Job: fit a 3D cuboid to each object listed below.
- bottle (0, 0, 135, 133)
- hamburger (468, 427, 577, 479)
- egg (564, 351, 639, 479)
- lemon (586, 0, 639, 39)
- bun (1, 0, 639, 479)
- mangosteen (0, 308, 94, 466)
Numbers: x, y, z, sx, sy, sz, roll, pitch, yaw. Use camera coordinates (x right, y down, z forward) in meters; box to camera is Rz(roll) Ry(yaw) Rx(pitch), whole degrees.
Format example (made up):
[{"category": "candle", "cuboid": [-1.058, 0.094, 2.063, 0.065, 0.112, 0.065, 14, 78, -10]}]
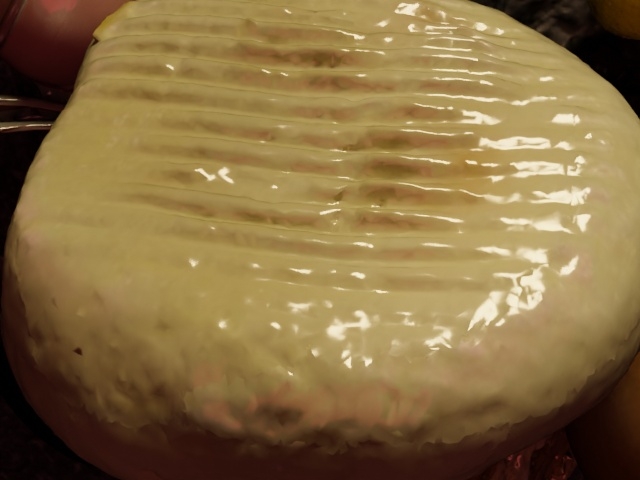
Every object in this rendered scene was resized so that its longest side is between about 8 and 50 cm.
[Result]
[{"category": "bottle", "cuboid": [-0.253, -0.199, 0.570, 0.297, 0.173, 0.206, 26, 92, -25]}, {"category": "hamburger", "cuboid": [0.087, 0.134, 0.655, 0.245, 0.282, 0.155, -21, 148, 18]}, {"category": "egg", "cuboid": [0.321, 0.077, 0.574, 0.351, 0.282, 0.282, -15, 113, -4]}, {"category": "lemon", "cuboid": [0.214, -0.167, 0.589, 0.111, 0.082, 0.082, -9, 114, 16]}, {"category": "bun", "cuboid": [0.000, 0.000, 0.531, 0.361, 0.361, 0.213, 4, 143, 6]}, {"category": "mangosteen", "cuboid": [-0.157, 0.056, 0.706, 0.194, 0.194, 0.230, -20, 76, 16]}]
